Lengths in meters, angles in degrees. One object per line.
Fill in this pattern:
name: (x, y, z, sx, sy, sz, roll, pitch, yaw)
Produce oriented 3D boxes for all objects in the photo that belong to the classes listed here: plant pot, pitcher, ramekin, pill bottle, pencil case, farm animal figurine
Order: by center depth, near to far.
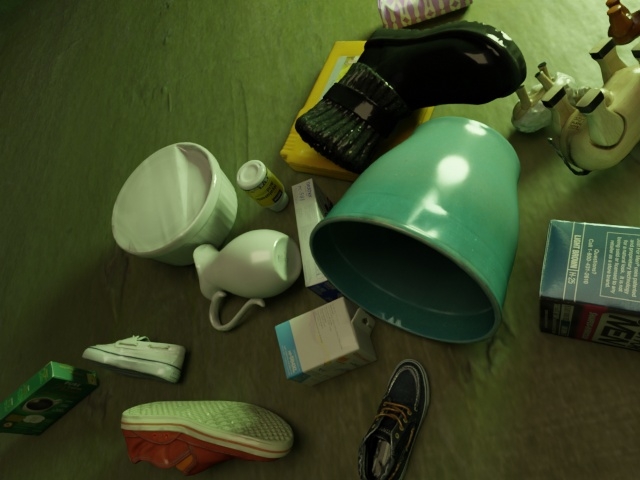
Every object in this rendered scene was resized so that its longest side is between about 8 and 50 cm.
farm animal figurine: (0.473, -0.208, 0.613, 0.327, 0.172, 0.330, -37, 28, 18)
plant pot: (0.165, -0.031, 0.651, 0.272, 0.271, 0.255, 16, 59, 32)
pitcher: (-0.138, 0.075, 0.833, 0.207, 0.126, 0.177, -12, 81, 33)
pill bottle: (-0.112, -0.105, 0.899, 0.065, 0.116, 0.065, -11, 62, 22)
pencil case: (0.225, -0.521, 0.955, 0.206, 0.088, 0.086, -12, 59, 22)
ramekin: (-0.305, -0.068, 0.972, 0.273, 0.127, 0.272, -12, 61, 22)

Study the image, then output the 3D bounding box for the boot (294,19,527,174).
boot: (0.134, -0.228, 0.762, 0.260, 0.131, 0.348, -51, 40, -9)

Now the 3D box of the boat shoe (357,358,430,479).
boat shoe: (0.107, 0.254, 0.630, 0.065, 0.083, 0.183, 7, 69, 29)

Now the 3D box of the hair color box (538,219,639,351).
hair color box: (0.441, 0.074, 0.497, 0.348, 0.174, 0.105, 7, 70, 30)

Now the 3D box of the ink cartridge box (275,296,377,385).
ink cartridge box: (0.018, 0.162, 0.715, 0.143, 0.092, 0.089, -26, 57, 14)

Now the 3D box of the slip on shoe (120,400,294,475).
slip on shoe: (-0.191, 0.331, 0.735, 0.332, 0.123, 0.101, -7, 86, 23)

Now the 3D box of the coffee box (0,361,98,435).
coffee box: (-0.570, 0.329, 0.917, 0.184, 0.113, 0.040, -40, 52, 6)

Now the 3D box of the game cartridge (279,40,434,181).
game cartridge: (0.089, -0.274, 0.923, 0.286, 0.052, 0.323, 15, 72, 32)

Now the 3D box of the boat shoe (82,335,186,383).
boat shoe: (-0.367, 0.231, 0.894, 0.227, 0.083, 0.075, 7, 57, 17)

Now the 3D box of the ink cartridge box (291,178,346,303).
ink cartridge box: (0.000, 0.000, 0.802, 0.046, 0.097, 0.207, -19, 59, 17)
